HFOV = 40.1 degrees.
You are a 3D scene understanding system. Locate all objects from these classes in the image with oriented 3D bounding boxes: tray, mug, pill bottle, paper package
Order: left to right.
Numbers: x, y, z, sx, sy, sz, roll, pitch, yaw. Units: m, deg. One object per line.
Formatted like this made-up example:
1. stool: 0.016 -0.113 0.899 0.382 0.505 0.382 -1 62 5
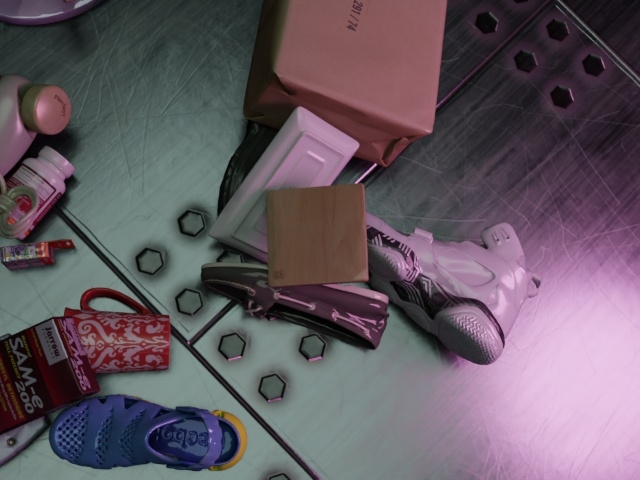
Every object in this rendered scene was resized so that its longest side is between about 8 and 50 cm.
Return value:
1. pill bottle: -0.489 -0.082 1.479 0.086 0.086 0.152 37 75 1
2. mug: -0.334 0.149 1.442 0.169 0.113 0.150 2 81 -11
3. tray: -0.058 -0.082 1.476 0.145 0.030 0.270 27 107 -36
4. paper package: 0.049 -0.338 1.525 0.309 0.168 0.325 17 67 -18

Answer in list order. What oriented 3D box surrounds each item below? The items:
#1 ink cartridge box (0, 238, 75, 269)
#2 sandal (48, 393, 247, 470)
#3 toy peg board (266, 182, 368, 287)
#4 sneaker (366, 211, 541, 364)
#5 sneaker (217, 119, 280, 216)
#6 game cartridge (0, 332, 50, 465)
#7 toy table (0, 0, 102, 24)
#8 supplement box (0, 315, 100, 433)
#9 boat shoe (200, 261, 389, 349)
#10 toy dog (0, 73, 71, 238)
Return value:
1. ink cartridge box: -0.472 0.023 1.470 0.115 0.063 0.029 -7 78 -10
2. sandal: -0.275 0.310 1.403 0.317 0.138 0.126 1 80 -6
3. toy peg board: 0.000 0.000 1.437 0.160 0.079 0.161 -5 74 10
4. sneaker: 0.212 0.032 1.541 0.366 0.137 0.210 41 66 8
5. sneaker: -0.092 -0.138 1.543 0.130 0.109 0.286 24 77 -7
6. game cartridge: -0.599 0.297 1.401 0.294 0.060 0.196 -24 79 -12
7. toy table: -0.478 -0.497 1.531 0.274 0.161 0.252 -34 85 -15
8. supplement box: -0.475 0.220 1.337 0.239 0.073 0.130 -25 83 5
9. boat shoe: -0.044 0.110 1.492 0.335 0.112 0.095 12 72 -9
10. toy dog: -0.548 -0.163 1.402 0.220 0.161 0.334 -9 54 23
